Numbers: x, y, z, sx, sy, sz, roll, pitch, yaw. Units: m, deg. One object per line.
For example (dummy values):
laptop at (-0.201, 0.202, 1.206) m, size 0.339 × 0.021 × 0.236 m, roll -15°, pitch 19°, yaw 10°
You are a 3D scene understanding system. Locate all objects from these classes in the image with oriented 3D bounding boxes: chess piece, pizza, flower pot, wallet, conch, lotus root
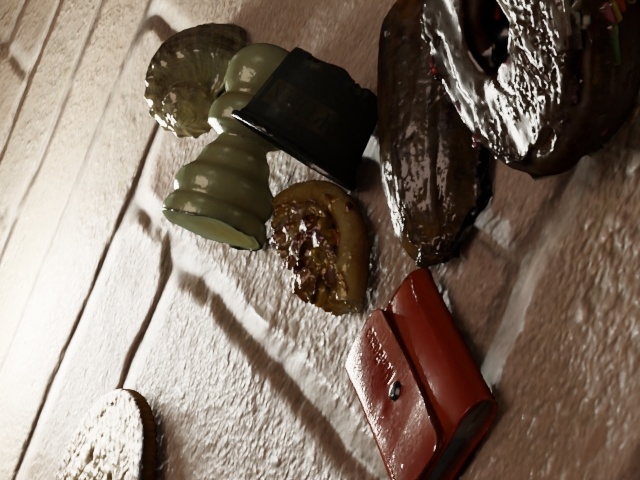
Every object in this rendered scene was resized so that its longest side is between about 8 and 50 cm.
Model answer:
chess piece at (-0.090, -0.121, 1.826) m, size 0.133 × 0.133 × 0.243 m, roll -3°, pitch 64°, yaw 61°
pizza at (-0.003, 0.000, 1.642) m, size 0.127 × 0.058 × 0.246 m, roll -57°, pitch 29°, yaw 28°
flower pot at (-0.005, -0.138, 1.644) m, size 0.106 × 0.157 × 0.157 m, roll -59°, pitch 28°, yaw 1°
wallet at (0.088, 0.135, 1.406) m, size 0.142 × 0.045 × 0.204 m, roll -59°, pitch 30°, yaw 24°
conch at (-0.158, -0.228, 2.054) m, size 0.155 × 0.130 × 0.207 m, roll -8°, pitch 36°, yaw 25°
lotus root at (0.100, -0.127, 1.511) m, size 0.167 × 0.078 × 0.329 m, roll -38°, pitch 42°, yaw 50°

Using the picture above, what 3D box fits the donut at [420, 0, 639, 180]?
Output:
donut at (0.177, -0.185, 1.281) m, size 0.269 × 0.103 × 0.269 m, roll 48°, pitch 146°, yaw 48°

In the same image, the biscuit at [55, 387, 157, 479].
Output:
biscuit at (-0.286, 0.339, 1.982) m, size 0.305 × 0.038 × 0.305 m, roll -41°, pitch 39°, yaw 44°
